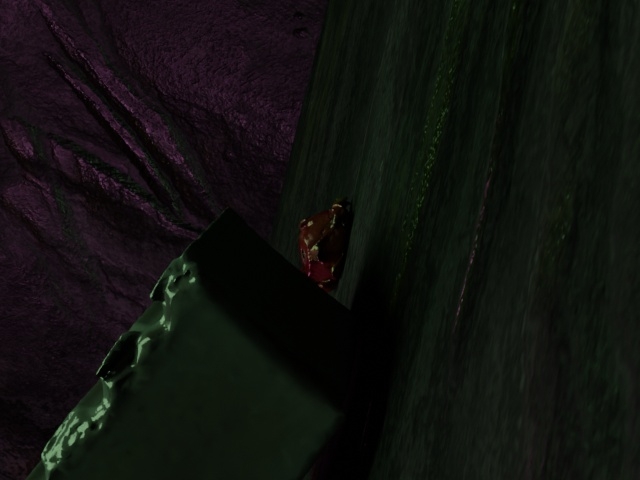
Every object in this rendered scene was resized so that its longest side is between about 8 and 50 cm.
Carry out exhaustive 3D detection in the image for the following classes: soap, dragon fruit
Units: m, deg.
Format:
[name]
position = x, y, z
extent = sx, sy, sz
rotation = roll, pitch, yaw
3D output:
[soap]
position = -0.123, 0.164, 1.387
extent = 0.350, 0.213, 0.435
rotation = -55, 3, 12
[dragon fruit]
position = -0.001, 0.005, 1.772
extent = 0.112, 0.068, 0.126
rotation = -104, 25, -77
